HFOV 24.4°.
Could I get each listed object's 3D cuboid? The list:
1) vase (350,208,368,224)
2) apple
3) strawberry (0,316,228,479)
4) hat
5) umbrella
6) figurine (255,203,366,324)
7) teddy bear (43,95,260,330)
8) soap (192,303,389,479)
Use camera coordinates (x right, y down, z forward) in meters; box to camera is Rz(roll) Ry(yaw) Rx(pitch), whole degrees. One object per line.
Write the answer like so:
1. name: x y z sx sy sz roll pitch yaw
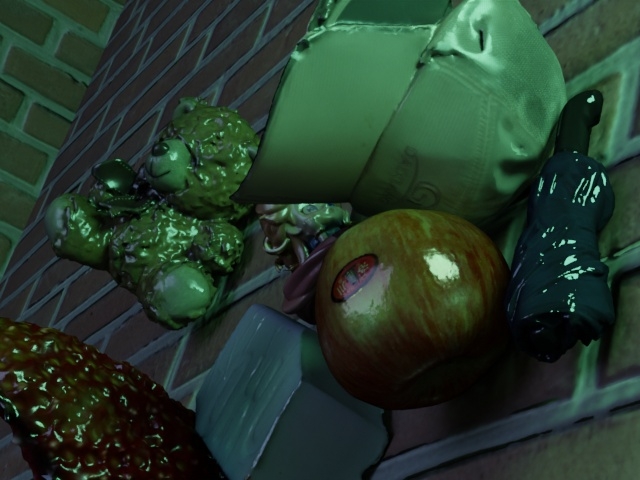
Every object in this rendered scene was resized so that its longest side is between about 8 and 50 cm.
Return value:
1. vase: 0.051 -0.019 1.316 0.101 0.053 0.053 -66 19 -3
2. apple: 0.066 0.045 1.044 0.146 0.146 0.131 -47 52 34
3. strawberry: -0.171 0.178 1.276 0.137 0.306 0.233 -28 28 2
4. hat: 0.061 -0.084 1.093 0.161 0.275 0.232 52 135 33
5. umbrella: 0.168 -0.015 1.011 0.071 0.071 0.248 -45 21 38
6. figurine: 0.001 0.010 1.251 0.157 0.126 0.114 30 129 39
7. teddy bear: -0.161 -0.042 1.729 0.267 0.156 0.256 33 96 31
8. soap: -0.028 0.144 1.224 0.145 0.091 0.230 -62 18 -3
